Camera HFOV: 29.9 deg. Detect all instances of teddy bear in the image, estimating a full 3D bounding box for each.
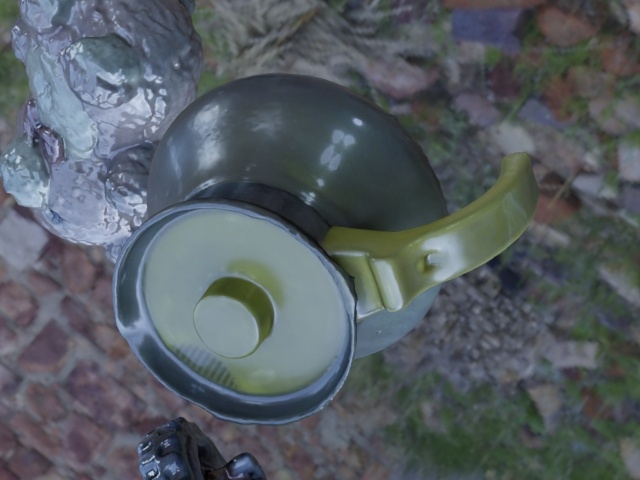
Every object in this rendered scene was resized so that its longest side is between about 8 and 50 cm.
[{"bbox_3d":[-0.196,-0.111,1.033,0.236,0.151,0.267,56,136,23],"label":"teddy bear"}]

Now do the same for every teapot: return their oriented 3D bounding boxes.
[{"bbox_3d":[0.000,0.000,0.469,0.165,0.119,0.130,-10,116,25],"label":"teapot"}]

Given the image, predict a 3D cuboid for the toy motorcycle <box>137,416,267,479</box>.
[{"bbox_3d":[-0.001,0.175,0.465,0.229,0.094,0.130,62,-178,24],"label":"toy motorcycle"}]
